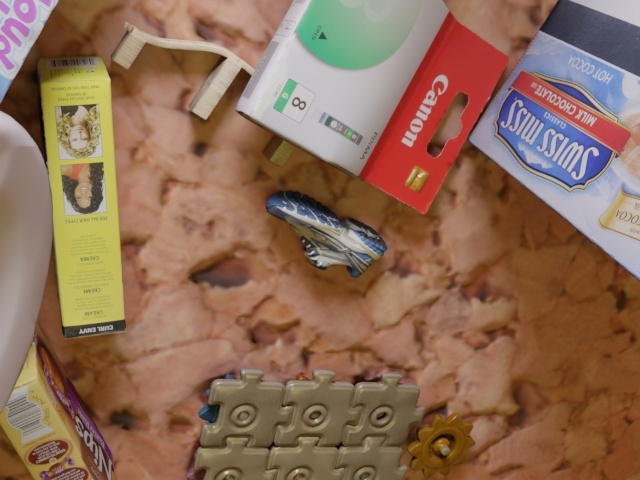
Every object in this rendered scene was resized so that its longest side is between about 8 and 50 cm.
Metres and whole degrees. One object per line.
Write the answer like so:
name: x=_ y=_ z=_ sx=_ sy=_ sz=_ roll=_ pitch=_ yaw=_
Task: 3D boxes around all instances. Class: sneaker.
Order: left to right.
sneaker: x=0.000 y=0.000 z=0.888 sx=0.135 sy=0.052 sz=0.058 roll=27 pitch=109 yaw=-25

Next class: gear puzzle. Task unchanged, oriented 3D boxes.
gear puzzle: x=0.024 y=0.213 z=1.006 sx=0.339 sy=0.044 sz=0.175 roll=5 pitch=111 yaw=-22

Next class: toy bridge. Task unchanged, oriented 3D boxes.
toy bridge: x=-0.094 y=-0.139 z=0.807 sx=0.188 sy=0.026 sz=0.063 roll=32 pitch=100 yaw=-27

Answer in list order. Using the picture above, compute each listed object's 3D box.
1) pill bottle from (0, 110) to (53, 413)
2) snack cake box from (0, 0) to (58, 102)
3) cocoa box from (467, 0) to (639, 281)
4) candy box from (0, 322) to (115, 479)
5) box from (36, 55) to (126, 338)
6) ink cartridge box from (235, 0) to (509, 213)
pill bottle: x=-0.377 y=-0.006 z=0.506 sx=0.392 sy=0.224 sz=0.224 roll=12 pitch=112 yaw=5
snack cake box: x=-0.254 y=-0.206 z=0.615 sx=0.152 sy=0.089 sz=0.264 roll=35 pitch=76 yaw=-43
cocoa box: x=0.333 y=-0.075 z=0.784 sx=0.231 sy=0.347 sz=0.228 roll=26 pitch=106 yaw=-26
candy box: x=-0.252 y=0.182 z=0.863 sx=0.053 sy=0.109 sz=0.186 roll=-24 pitch=118 yaw=-6
box: x=-0.207 y=-0.036 z=0.788 sx=0.058 sy=0.087 sz=0.232 roll=-6 pitch=115 yaw=-17
ink cartridge box: x=0.062 y=-0.142 z=0.823 sx=0.225 sy=0.056 sz=0.181 roll=27 pitch=94 yaw=-24
